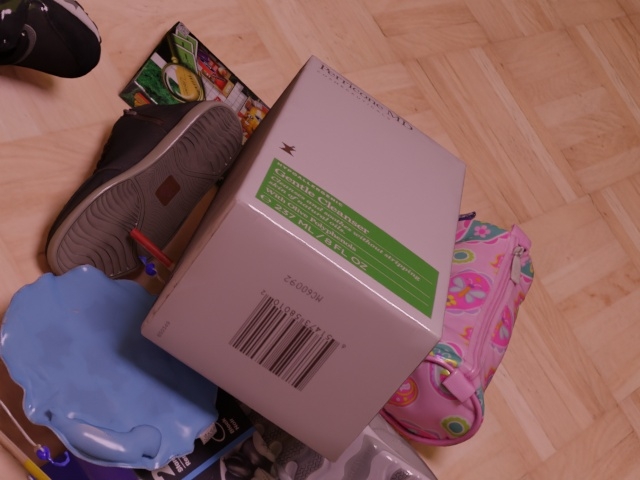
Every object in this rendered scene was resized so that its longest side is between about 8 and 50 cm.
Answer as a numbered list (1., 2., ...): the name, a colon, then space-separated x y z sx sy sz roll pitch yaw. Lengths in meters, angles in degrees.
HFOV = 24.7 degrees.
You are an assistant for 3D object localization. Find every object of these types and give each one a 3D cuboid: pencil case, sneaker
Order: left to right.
1. sneaker: -0.324 -0.181 1.241 0.283 0.107 0.124 24 58 -29
2. sneaker: -0.176 -0.043 1.302 0.222 0.118 0.083 -44 122 -28
3. sneaker: 0.012 0.185 1.318 0.281 0.105 0.115 48 1 0
4. pencil case: 0.142 0.086 1.507 0.124 0.124 0.284 46 36 -10

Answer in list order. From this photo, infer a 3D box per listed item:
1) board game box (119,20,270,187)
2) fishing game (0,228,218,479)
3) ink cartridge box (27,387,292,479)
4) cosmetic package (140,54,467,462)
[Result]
1. board game box: -0.080 -0.099 1.491 0.259 0.030 0.136 43 38 -14
2. fishing game: -0.165 0.102 1.145 0.189 0.041 0.264 40 39 1
3. ink cartridge box: -0.102 0.221 1.172 0.206 0.045 0.208 55 36 3
4. cosmetic package: 0.000 0.000 1.257 0.197 0.155 0.365 34 26 -8
